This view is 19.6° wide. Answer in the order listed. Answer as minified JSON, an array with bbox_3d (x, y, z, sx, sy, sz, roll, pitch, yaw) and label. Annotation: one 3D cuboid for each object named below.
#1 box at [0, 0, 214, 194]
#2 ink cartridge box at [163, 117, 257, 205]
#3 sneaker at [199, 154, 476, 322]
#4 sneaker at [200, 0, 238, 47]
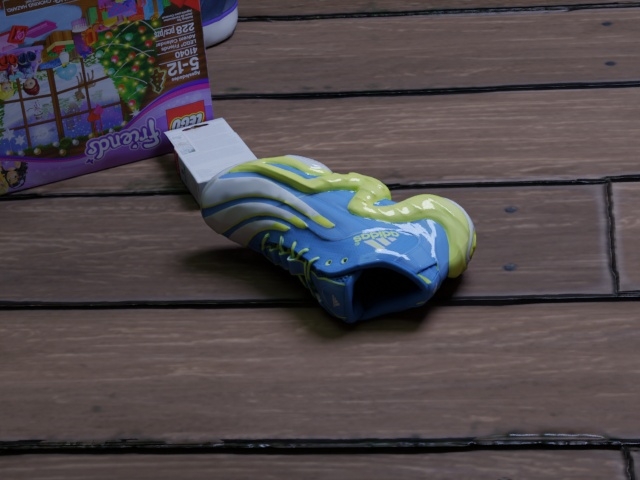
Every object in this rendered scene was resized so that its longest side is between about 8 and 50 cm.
[{"bbox_3d":[-0.249,-0.154,1.698,0.293,0.201,0.057,-16,34,-16],"label":"box"},{"bbox_3d":[-0.099,-0.073,1.706,0.063,0.029,0.115,-15,31,-15],"label":"ink cartridge box"},{"bbox_3d":[0.000,0.000,1.506,0.240,0.091,0.126,6,33,18],"label":"sneaker"},{"bbox_3d":[-0.232,-0.289,1.886,0.323,0.236,0.130,-20,33,-24],"label":"sneaker"}]
